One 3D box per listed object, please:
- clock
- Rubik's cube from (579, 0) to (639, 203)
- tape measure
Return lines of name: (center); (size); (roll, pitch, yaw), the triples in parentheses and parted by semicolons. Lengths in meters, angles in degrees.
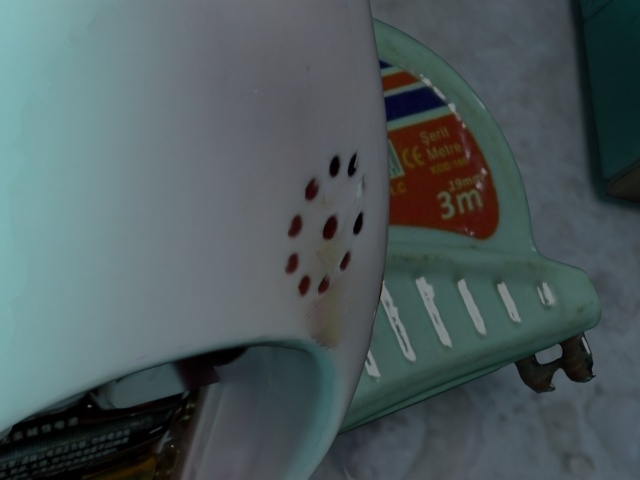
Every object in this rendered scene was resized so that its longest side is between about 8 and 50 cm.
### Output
clock: (-0.122, -0.020, 0.620); (0.368, 0.376, 0.250); (-12, 45, -39)
Rubik's cube: (0.321, -0.149, 1.101); (0.221, 0.225, 0.231); (11, 62, -27)
tape measure: (0.001, 0.001, 0.913); (0.243, 0.125, 0.246); (-17, 79, -35)
